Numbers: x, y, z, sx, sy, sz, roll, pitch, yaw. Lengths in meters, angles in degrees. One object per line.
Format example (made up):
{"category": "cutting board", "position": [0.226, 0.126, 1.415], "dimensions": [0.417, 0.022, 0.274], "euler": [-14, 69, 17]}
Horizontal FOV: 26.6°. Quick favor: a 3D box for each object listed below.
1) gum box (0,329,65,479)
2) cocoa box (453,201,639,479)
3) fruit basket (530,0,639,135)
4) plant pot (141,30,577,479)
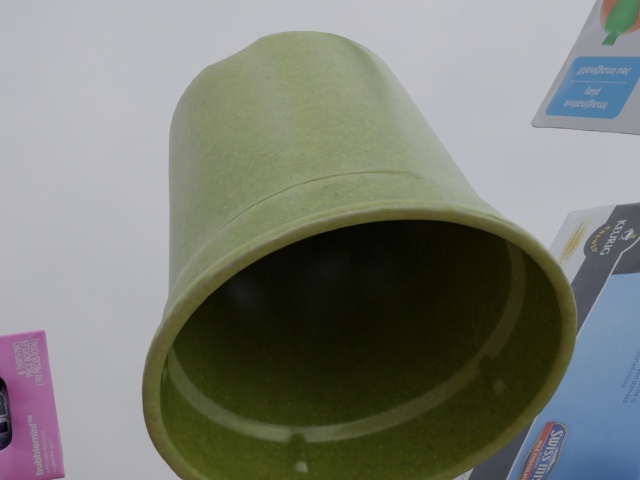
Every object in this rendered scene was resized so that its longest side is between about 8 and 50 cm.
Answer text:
{"category": "gum box", "position": [-0.185, 0.081, 0.593], "dimensions": [0.107, 0.062, 0.188], "euler": [-8, -5, -23]}
{"category": "cocoa box", "position": [0.277, 0.156, 1.095], "dimensions": [0.228, 0.347, 0.231], "euler": [-9, -53, 47]}
{"category": "fruit basket", "position": [0.270, -0.200, 0.638], "dimensions": [0.165, 0.353, 0.327], "euler": [39, -11, -29]}
{"category": "plant pot", "position": [0.000, 0.000, 0.918], "dimensions": [0.276, 0.254, 0.276], "euler": [-9, -46, -9]}
